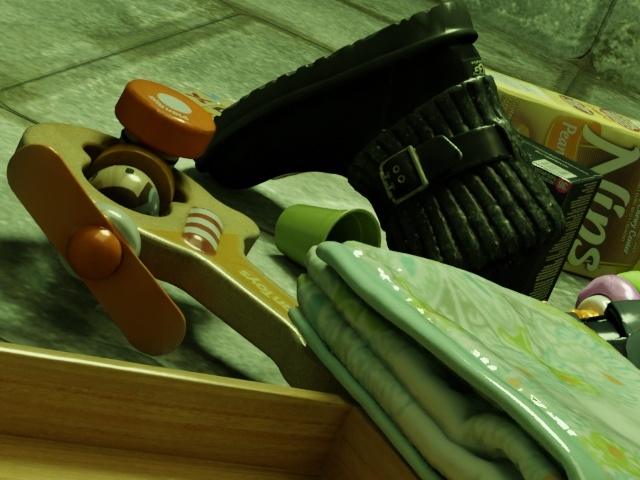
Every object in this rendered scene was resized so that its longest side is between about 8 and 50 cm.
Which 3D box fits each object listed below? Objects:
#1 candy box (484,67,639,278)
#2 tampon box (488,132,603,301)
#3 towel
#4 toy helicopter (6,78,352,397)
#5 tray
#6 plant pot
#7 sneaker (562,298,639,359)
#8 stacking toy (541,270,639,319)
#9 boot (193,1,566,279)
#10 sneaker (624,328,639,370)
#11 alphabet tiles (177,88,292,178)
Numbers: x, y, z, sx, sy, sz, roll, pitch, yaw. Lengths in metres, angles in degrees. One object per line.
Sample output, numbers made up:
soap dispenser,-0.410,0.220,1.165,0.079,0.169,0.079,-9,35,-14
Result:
candy box,0.272,-0.070,1.939,0.316,0.183,0.087,16,19,-23
tampon box,0.191,-0.017,1.707,0.120,0.161,0.101,29,18,23
towel,0.176,0.134,1.167,0.320,0.090,0.374,20,16,-36
toy helicopter,-0.099,0.017,1.288,0.355,0.140,0.235,38,18,19
tray,-0.111,0.146,0.967,0.411,0.076,0.203,13,19,-33
plant pot,0.000,0.000,1.572,0.079,0.083,0.083,21,11,41
sneaker,0.253,0.107,1.481,0.321,0.127,0.126,17,19,-14
stacking toy,0.308,0.088,1.620,0.301,0.175,0.166,-2,21,-26
boot,0.047,-0.052,1.649,0.131,0.348,0.260,-14,82,-60
sneaker,0.369,0.165,1.308,0.112,0.131,0.319,8,40,-52
alphabet tiles,-0.102,-0.124,1.918,0.198,0.009,0.237,29,17,17
